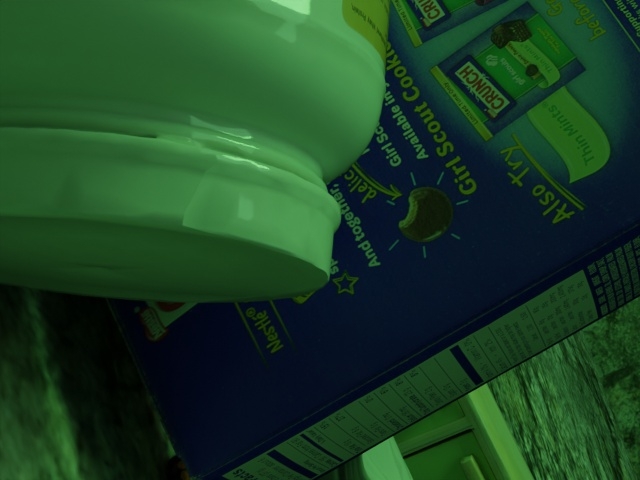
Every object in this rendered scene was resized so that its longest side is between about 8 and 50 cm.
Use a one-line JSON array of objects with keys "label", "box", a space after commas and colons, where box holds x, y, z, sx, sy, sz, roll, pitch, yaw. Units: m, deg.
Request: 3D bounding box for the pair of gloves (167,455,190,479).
[{"label": "pair of gloves", "box": [-0.060, 0.154, 0.782, 0.083, 0.010, 0.074, 68, 14, 6]}]

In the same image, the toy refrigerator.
[{"label": "toy refrigerator", "box": [0.102, 0.178, 1.139, 0.269, 0.102, 0.094, 64, 14, -8]}]

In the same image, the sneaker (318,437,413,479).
[{"label": "sneaker", "box": [-0.005, 0.124, 0.890, 0.129, 0.111, 0.297, -107, 176, -73]}]

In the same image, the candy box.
[{"label": "candy box", "box": [0.031, -0.051, 0.743, 0.268, 0.317, 0.122, 62, 4, 26]}]

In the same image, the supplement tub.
[{"label": "supplement tub", "box": [-0.080, -0.142, 0.608, 0.228, 0.228, 0.316, 32, 61, -65]}]
